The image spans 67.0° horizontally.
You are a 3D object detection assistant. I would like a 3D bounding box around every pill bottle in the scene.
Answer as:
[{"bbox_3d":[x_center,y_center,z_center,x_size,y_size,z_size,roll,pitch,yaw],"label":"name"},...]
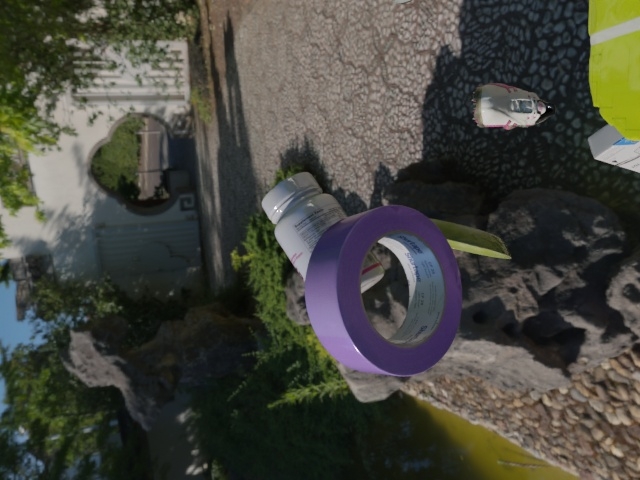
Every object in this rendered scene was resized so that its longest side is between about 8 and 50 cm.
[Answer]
[{"bbox_3d":[0.000,0.000,1.063,0.283,0.161,0.160,56,154,13],"label":"pill bottle"}]

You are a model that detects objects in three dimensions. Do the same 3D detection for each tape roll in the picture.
[{"bbox_3d":[0.112,0.083,0.808,0.090,0.275,0.274,-13,83,54],"label":"tape roll"}]

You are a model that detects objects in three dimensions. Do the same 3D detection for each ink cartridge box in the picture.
[{"bbox_3d":[0.873,-0.272,1.336,0.139,0.191,0.082,132,145,-56],"label":"ink cartridge box"}]

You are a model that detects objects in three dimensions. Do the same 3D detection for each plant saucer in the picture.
[{"bbox_3d":[0.265,-0.009,0.979,0.241,0.241,0.037,-168,92,-71],"label":"plant saucer"}]

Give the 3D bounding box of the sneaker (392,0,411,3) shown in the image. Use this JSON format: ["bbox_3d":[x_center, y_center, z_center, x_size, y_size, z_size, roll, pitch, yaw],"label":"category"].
[{"bbox_3d":[0.194,-0.427,0.536,0.146,0.331,0.122,49,-161,-34],"label":"sneaker"}]

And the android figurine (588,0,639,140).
[{"bbox_3d":[0.235,-0.180,0.305,0.248,0.056,0.272,-70,-26,-77],"label":"android figurine"}]

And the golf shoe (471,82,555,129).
[{"bbox_3d":[0.302,-0.213,0.756,0.086,0.186,0.067,3,101,43],"label":"golf shoe"}]
